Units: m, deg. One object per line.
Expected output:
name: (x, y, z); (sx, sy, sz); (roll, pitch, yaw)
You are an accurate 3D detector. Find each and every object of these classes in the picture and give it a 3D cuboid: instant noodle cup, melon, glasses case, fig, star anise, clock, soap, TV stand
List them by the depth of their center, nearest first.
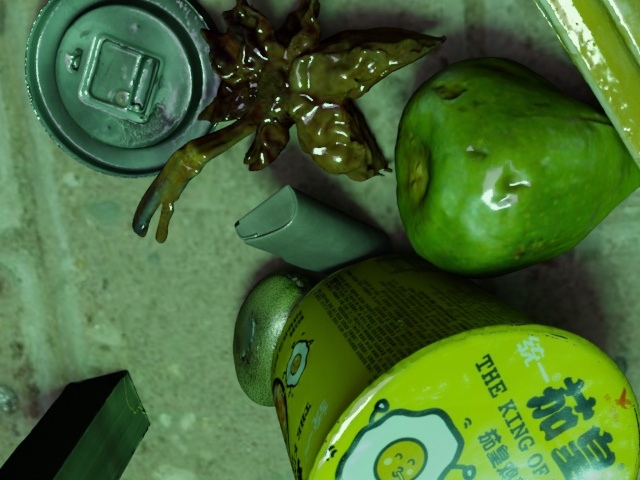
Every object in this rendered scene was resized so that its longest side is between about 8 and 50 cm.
soap: (0.305, -0.183, 0.894); (0.274, 0.173, 0.089); (53, 152, -17)
fig: (0.213, -0.068, 0.956); (0.275, 0.206, 0.206); (-1, 111, -17)
instant noodle cup: (0.100, 0.171, 0.974); (0.325, 0.254, 0.326); (-7, 115, -16)
star anise: (-0.043, -0.117, 0.981); (0.346, 0.148, 0.237); (-35, 114, -9)
glasses case: (-0.001, 0.000, 1.020); (0.072, 0.190, 0.042); (-30, 62, 24)
clock: (-0.200, -0.173, 1.057); (0.214, 0.042, 0.215); (3, 110, 8)
TV stand: (-0.273, 0.243, 1.093); (0.088, 0.269, 0.083); (-17, 106, 13)
melon: (-0.047, 0.109, 1.101); (0.099, 0.099, 0.162); (17, 116, 3)
